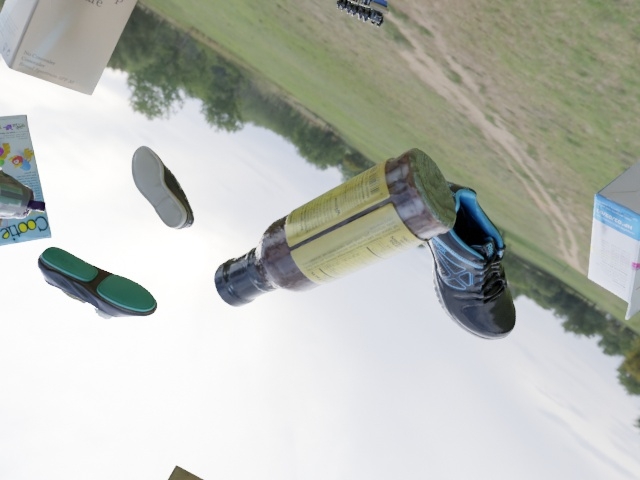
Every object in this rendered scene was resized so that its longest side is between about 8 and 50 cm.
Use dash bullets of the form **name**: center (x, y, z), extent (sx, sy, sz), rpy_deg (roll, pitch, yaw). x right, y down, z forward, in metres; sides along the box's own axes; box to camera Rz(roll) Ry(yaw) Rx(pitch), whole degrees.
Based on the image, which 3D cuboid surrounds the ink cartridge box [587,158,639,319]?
- **ink cartridge box**: center (0.375, -0.003, 0.654), extent (0.061, 0.104, 0.181), rpy_deg (42, 160, 45)

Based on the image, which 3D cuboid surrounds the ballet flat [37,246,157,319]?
- **ballet flat**: center (-0.351, 0.079, 0.877), extent (0.203, 0.074, 0.074), rpy_deg (26, -170, 2)

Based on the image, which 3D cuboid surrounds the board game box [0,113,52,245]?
- **board game box**: center (-0.711, -0.135, 1.257), extent (0.144, 0.275, 0.142), rpy_deg (-12, -167, -26)

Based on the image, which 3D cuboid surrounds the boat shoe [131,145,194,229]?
- **boat shoe**: center (-0.329, -0.108, 1.168), extent (0.206, 0.075, 0.065), rpy_deg (57, -167, 17)

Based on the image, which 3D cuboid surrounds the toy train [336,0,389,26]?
- **toy train**: center (0.052, -0.292, 0.685), extent (0.027, 0.036, 0.158), rpy_deg (14, -156, -20)

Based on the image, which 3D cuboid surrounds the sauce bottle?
- **sauce bottle**: center (0.000, 0.000, 0.719), extent (0.111, 0.344, 0.111), rpy_deg (34, -136, -41)

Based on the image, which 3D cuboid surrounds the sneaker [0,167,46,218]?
- **sneaker**: center (-0.418, -0.069, 0.623), extent (0.224, 0.083, 0.098), rpy_deg (23, 180, 22)

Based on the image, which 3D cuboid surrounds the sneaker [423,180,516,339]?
- **sneaker**: center (0.267, 0.047, 0.988), extent (0.341, 0.125, 0.140), rpy_deg (57, 164, -16)

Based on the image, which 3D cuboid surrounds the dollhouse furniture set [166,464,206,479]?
- **dollhouse furniture set**: center (-0.324, 0.671, 1.264), extent (0.161, 0.212, 0.242), rpy_deg (26, -132, 2)

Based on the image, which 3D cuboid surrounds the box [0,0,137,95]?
- **box**: center (-0.385, -0.411, 0.890), extent (0.148, 0.311, 0.121), rpy_deg (9, -148, -49)
